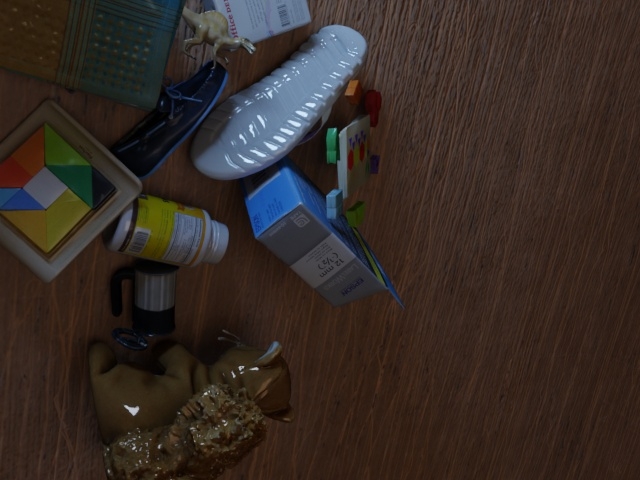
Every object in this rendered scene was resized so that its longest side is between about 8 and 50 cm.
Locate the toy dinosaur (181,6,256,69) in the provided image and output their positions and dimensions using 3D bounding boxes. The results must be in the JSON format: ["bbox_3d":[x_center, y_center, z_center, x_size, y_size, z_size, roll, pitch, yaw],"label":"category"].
[{"bbox_3d":[-0.203,-0.357,1.173,0.183,0.053,0.092,27,98,-26],"label":"toy dinosaur"}]

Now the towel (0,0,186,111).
[{"bbox_3d":[-0.395,-0.368,1.020,0.370,0.040,0.271,12,114,-27],"label":"towel"}]

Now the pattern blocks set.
[{"bbox_3d":[0.066,-0.167,1.339,0.325,0.026,0.285,-29,122,-69],"label":"pattern blocks set"}]

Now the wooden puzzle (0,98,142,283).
[{"bbox_3d":[-0.456,-0.082,1.139,0.221,0.044,0.238,44,85,-6],"label":"wooden puzzle"}]

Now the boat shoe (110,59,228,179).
[{"bbox_3d":[-0.268,-0.226,1.213,0.089,0.109,0.258,41,84,-31],"label":"boat shoe"}]

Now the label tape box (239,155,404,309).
[{"bbox_3d":[0.000,0.000,1.353,0.115,0.249,0.347,-37,125,9],"label":"label tape box"}]

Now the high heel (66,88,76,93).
[{"bbox_3d":[-0.373,-0.382,1.095,0.261,0.093,0.186,-40,130,-1],"label":"high heel"}]

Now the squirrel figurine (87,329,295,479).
[{"bbox_3d":[-0.216,0.332,1.275,0.371,0.397,0.280,-11,109,-17],"label":"squirrel figurine"}]

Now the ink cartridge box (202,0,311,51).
[{"bbox_3d":[-0.120,-0.434,1.239,0.175,0.072,0.127,-26,120,-20],"label":"ink cartridge box"}]

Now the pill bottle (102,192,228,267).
[{"bbox_3d":[-0.285,-0.016,1.272,0.215,0.117,0.117,15,100,-34],"label":"pill bottle"}]

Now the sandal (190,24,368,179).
[{"bbox_3d":[-0.061,-0.246,1.316,0.416,0.169,0.102,-41,156,-10],"label":"sandal"}]

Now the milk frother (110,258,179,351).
[{"bbox_3d":[-0.329,0.121,1.282,0.129,0.143,0.134,-2,111,-22],"label":"milk frother"}]
